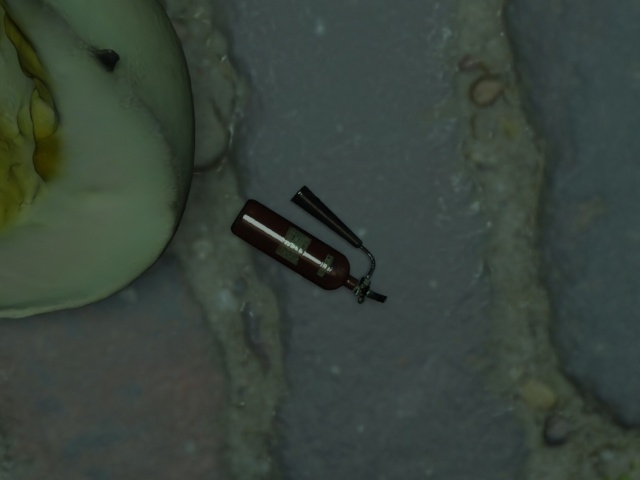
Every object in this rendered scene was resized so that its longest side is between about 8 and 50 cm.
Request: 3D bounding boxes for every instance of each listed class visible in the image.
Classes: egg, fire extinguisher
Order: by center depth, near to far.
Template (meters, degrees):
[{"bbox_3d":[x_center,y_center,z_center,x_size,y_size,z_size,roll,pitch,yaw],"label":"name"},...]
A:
[{"bbox_3d":[-0.176,-0.075,0.452,0.271,0.162,0.206,-22,139,27],"label":"egg"},{"bbox_3d":[-0.001,0.001,0.535,0.100,0.032,0.046,31,59,-5],"label":"fire extinguisher"}]
